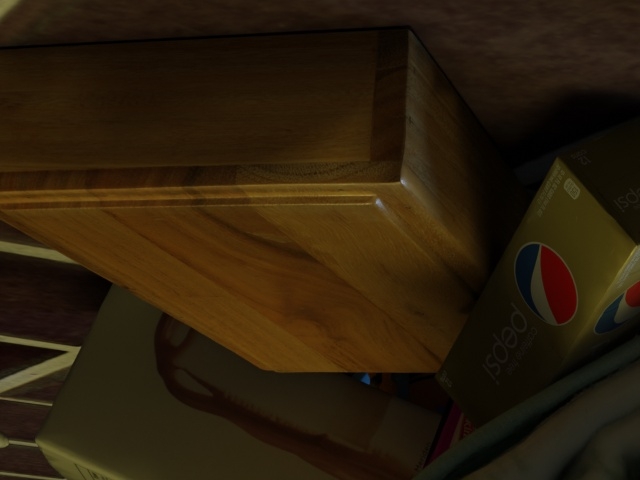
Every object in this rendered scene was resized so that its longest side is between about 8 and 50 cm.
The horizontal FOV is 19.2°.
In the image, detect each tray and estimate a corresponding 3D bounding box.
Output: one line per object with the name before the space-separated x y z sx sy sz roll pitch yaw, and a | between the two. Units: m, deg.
tray | 0.000 0.000 0.980 0.202 0.076 0.411 -1 164 18

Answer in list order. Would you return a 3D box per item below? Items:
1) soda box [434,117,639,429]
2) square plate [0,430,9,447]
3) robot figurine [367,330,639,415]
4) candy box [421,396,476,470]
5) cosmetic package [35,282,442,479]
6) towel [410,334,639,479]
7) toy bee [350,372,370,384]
soda box | 0.119 0.027 0.901 0.061 0.058 0.181 -24 153 -33
square plate | -0.427 0.067 1.186 0.344 0.049 0.347 -6 143 31
robot figurine | 0.173 0.100 1.310 0.211 0.085 0.291 11 164 -32
candy box | 0.160 0.200 1.186 0.233 0.159 0.071 29 165 -34
cosmetic package | -0.025 0.153 1.282 0.296 0.129 0.153 23 165 7
towel | 0.192 0.156 0.993 0.374 0.090 0.320 -28 145 -13
toy bee | 0.012 0.181 1.523 0.298 0.162 0.195 6 168 -11
